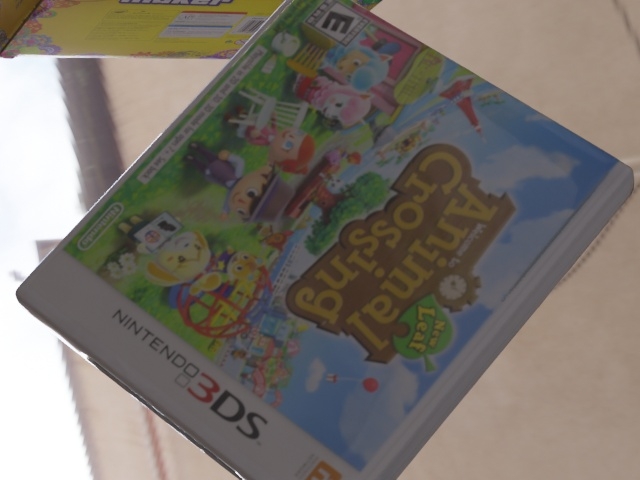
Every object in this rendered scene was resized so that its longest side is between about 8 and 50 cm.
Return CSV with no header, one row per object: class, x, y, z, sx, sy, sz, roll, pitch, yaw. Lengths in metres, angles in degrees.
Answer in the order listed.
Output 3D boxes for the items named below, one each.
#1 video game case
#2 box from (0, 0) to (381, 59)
video game case,0.000,0.000,0.732,0.193,0.023,0.212,34,-106,25
box,-0.122,-0.308,1.352,0.290,0.177,0.279,-3,-104,-28
